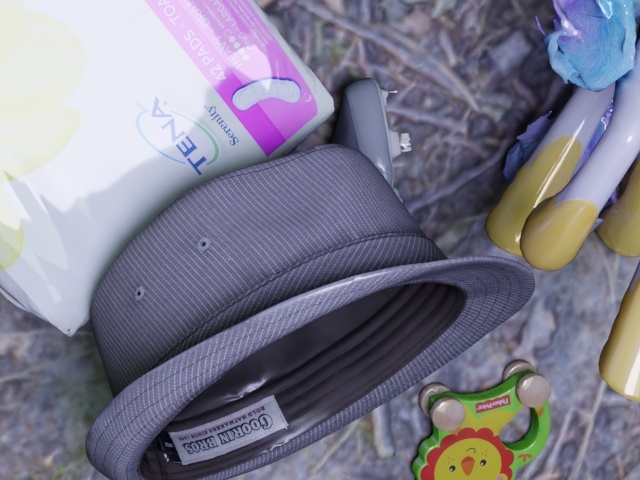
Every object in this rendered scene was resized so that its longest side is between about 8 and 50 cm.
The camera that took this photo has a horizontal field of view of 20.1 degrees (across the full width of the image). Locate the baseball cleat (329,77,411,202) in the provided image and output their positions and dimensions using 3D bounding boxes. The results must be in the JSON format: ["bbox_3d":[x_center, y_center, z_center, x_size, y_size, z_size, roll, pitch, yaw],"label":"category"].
[{"bbox_3d":[0.000,0.000,1.153,0.109,0.072,0.206,-2,98,-8],"label":"baseball cleat"}]

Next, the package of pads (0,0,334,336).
[{"bbox_3d":[-0.166,-0.117,1.067,0.229,0.101,0.296,-40,108,-5],"label":"package of pads"}]

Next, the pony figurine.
[{"bbox_3d":[0.227,-0.138,1.071,0.303,0.351,0.363,22,117,-3],"label":"pony figurine"}]

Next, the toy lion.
[{"bbox_3d":[0.110,0.139,1.233,0.100,0.034,0.096,-15,111,-12],"label":"toy lion"}]

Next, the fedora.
[{"bbox_3d":[-0.027,0.034,1.047,0.275,0.244,0.124,-37,67,25],"label":"fedora"}]
